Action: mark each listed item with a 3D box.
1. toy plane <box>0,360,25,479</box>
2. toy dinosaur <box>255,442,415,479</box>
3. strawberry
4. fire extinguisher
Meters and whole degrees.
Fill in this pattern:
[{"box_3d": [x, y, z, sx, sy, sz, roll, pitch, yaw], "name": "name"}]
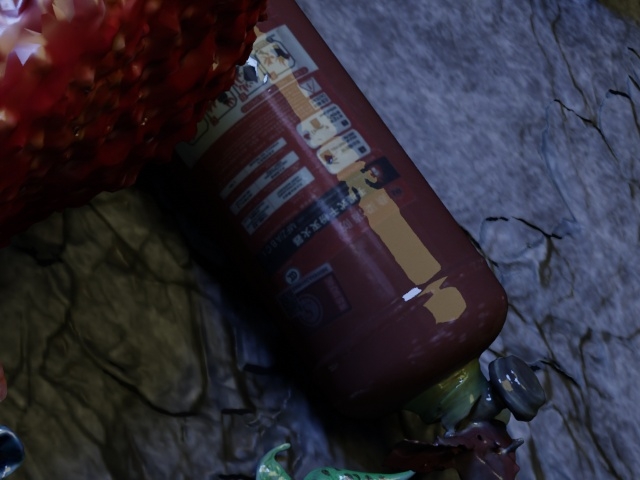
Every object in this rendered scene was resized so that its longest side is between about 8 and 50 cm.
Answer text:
[{"box_3d": [-0.188, 0.150, 0.597, 0.326, 0.104, 0.223, -45, 121, -50], "name": "toy plane"}, {"box_3d": [0.005, 0.113, 0.895, 0.062, 0.021, 0.083, 37, 37, 7], "name": "toy dinosaur"}, {"box_3d": [-0.128, -0.098, 0.760, 0.261, 0.261, 0.257, 3, 61, -44], "name": "strawberry"}, {"box_3d": [0.000, 0.000, 0.913, 0.337, 0.106, 0.147, 54, 25, 10], "name": "fire extinguisher"}]
